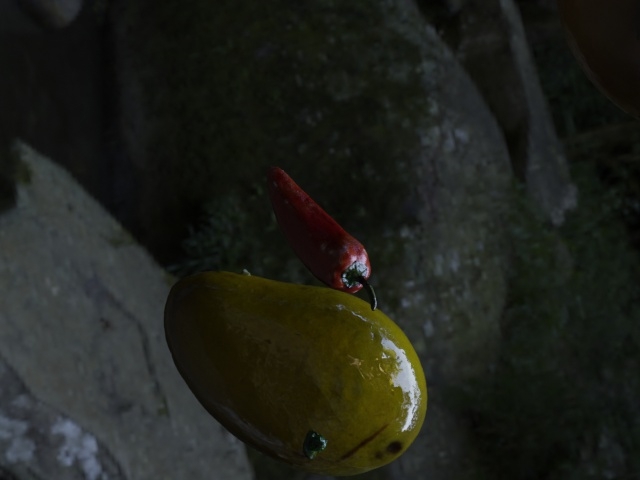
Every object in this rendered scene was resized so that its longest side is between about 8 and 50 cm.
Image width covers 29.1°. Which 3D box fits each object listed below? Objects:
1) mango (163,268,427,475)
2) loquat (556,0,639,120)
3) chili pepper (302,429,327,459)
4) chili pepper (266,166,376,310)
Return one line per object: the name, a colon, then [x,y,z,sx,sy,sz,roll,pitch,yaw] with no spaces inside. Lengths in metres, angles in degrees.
mango: [-0.046,0.195,1.932,0.445,0.301,0.220,32,20,-5]
loquat: [0.310,-0.202,0.918,0.263,0.263,0.263,-14,90,-87]
chili pepper: [-0.007,0.219,1.334,0.083,0.022,0.027,119,-17,-72]
chili pepper: [0.000,0.000,1.548,0.063,0.071,0.272,27,17,-50]
